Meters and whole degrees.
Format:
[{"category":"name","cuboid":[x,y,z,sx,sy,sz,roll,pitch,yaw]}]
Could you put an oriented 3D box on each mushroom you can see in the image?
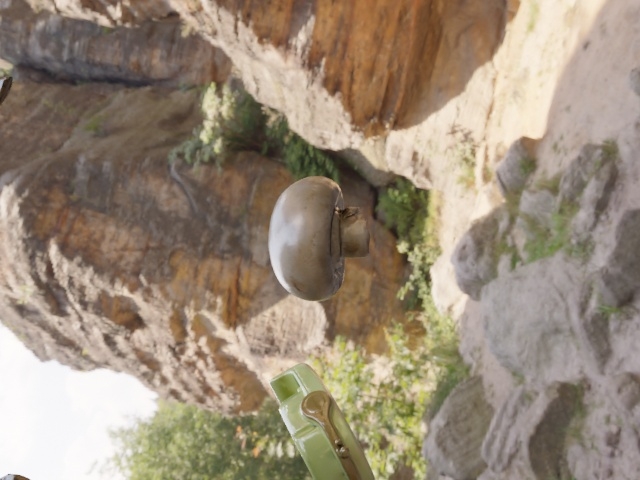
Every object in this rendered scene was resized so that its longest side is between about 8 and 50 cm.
[{"category":"mushroom","cuboid":[0.000,0.000,1.149,0.226,0.178,0.226,7,-90,-84]}]

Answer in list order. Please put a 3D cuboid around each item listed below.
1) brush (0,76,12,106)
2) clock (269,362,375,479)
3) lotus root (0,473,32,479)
[{"category":"brush","cuboid":[-0.432,-0.136,0.788,0.196,0.070,0.021,-37,-8,20]},{"category":"clock","cuboid":[0.011,0.358,1.131,0.235,0.096,0.308,66,170,-11]},{"category":"lotus root","cuboid":[-0.529,0.530,1.143,0.123,0.124,0.241,-55,-56,-81]}]
